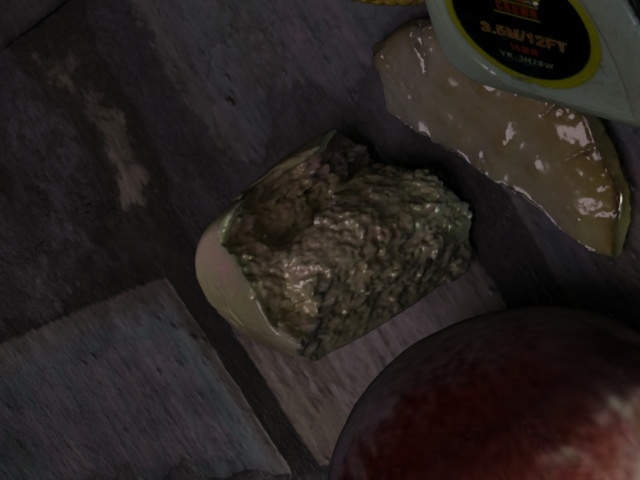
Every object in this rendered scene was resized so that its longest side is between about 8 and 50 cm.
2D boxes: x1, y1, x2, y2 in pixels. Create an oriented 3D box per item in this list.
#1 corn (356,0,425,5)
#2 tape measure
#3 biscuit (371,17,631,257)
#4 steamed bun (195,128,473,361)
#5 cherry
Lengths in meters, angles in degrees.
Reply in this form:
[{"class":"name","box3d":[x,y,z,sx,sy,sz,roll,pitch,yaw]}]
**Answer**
[{"class":"corn","box3d":[-0.045,-0.281,1.189,0.347,0.130,0.130,23,132,26]},{"class":"tape measure","box3d":[0.196,-0.193,1.026,0.235,0.115,0.207,20,150,32]},{"class":"biscuit","box3d":[0.161,-0.109,1.190,0.290,0.038,0.141,38,137,16]},{"class":"steamed bun","box3d":[0.000,0.000,1.275,0.200,0.225,0.170,10,124,40]},{"class":"cherry","box3d":[0.172,0.205,1.221,0.291,0.335,0.326,47,-177,5]}]
